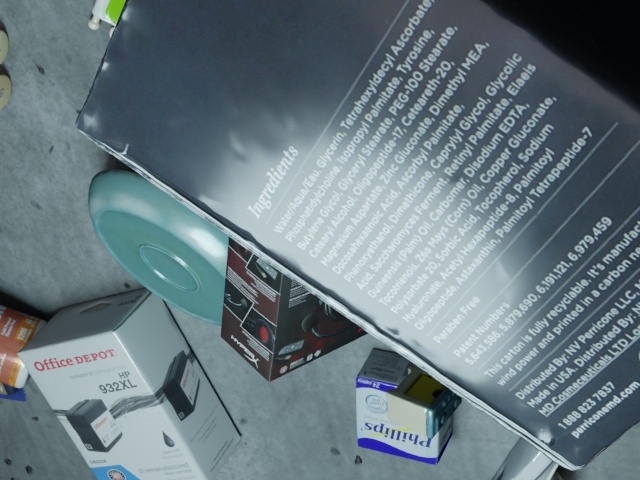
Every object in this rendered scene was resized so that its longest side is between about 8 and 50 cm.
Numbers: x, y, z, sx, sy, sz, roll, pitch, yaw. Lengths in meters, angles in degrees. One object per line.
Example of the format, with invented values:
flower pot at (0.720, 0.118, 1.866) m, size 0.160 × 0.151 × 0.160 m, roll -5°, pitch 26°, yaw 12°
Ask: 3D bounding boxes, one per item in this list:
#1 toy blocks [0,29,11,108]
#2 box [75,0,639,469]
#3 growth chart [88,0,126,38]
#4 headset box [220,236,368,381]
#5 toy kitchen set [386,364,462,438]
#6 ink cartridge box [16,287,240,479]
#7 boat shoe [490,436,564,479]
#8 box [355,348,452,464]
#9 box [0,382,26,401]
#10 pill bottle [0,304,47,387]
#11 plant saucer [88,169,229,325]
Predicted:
toy blocks at (-0.522, -0.262, 1.412) m, size 0.148 × 0.054 × 0.123 m, roll 18°, pitch 126°, yaw 14°
box at (0.144, -0.161, 0.839) m, size 0.471 × 0.480 × 0.297 m, roll 33°, pitch 130°, yaw 0°
growth chart at (-0.186, -0.282, 1.263) m, size 0.237 × 0.021 × 0.172 m, roll 29°, pitch 129°, yaw 7°
headset box at (0.000, 0.000, 1.217) m, size 0.110 × 0.218 × 0.293 m, roll 37°, pitch 134°, yaw 35°
toy kitchen set at (0.161, 0.101, 1.136) m, size 0.122 × 0.166 × 0.207 m, roll 11°, pitch 119°, yaw 31°
ink cartridge box at (-0.306, 0.251, 1.589) m, size 0.223 × 0.129 × 0.307 m, roll -14°, pitch 113°, yaw 31°
boat shoe at (0.299, 0.349, 1.391) m, size 0.088 × 0.096 × 0.267 m, roll 25°, pitch 129°, yaw 4°
box at (0.122, 0.240, 1.417) m, size 0.126 × 0.072 × 0.137 m, roll 10°, pitch 124°, yaw 20°
box at (-0.619, 0.204, 1.767) m, size 0.136 × 0.036 × 0.225 m, roll 3°, pitch 122°, yaw 23°
pill bottle at (-0.572, 0.155, 1.625) m, size 0.216 × 0.121 × 0.121 m, roll 21°, pitch 129°, yaw -9°
plant saucer at (-0.200, 0.026, 1.366) m, size 0.317 × 0.044 × 0.317 m, roll 26°, pitch 153°, yaw 14°
